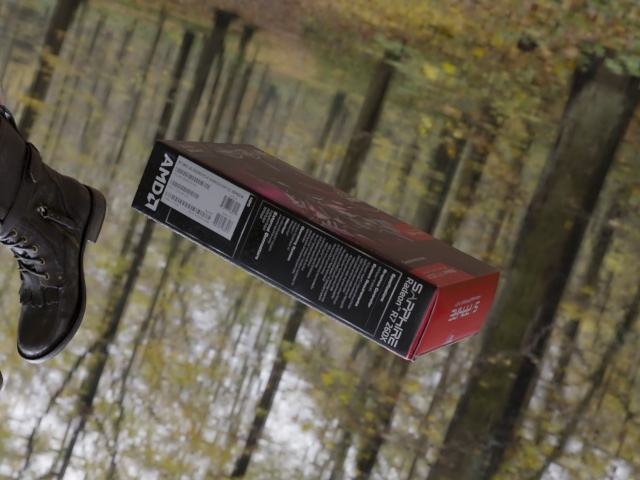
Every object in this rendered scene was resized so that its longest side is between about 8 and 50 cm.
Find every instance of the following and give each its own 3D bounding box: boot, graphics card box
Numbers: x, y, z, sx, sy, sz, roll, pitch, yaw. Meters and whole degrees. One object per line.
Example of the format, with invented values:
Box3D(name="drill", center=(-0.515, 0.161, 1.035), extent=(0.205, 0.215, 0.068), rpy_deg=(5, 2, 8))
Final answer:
Box3D(name="boot", center=(-0.368, -0.003, 1.380), extent=(0.091, 0.262, 0.229), rpy_deg=(2, 162, 25))
Box3D(name="graphics card box", center=(0.000, 0.000, 1.309), extent=(0.371, 0.094, 0.233), rpy_deg=(27, -166, 21))

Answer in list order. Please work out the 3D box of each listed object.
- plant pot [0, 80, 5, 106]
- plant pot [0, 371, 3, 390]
Box3D(name="plant pot", center=(-0.617, -0.213, 1.778), extent=(0.237, 0.237, 0.110), rpy_deg=(14, -165, -43))
Box3D(name="plant pot", center=(-0.621, 0.281, 1.741), extent=(0.215, 0.230, 0.215), rpy_deg=(7, 141, 6))
